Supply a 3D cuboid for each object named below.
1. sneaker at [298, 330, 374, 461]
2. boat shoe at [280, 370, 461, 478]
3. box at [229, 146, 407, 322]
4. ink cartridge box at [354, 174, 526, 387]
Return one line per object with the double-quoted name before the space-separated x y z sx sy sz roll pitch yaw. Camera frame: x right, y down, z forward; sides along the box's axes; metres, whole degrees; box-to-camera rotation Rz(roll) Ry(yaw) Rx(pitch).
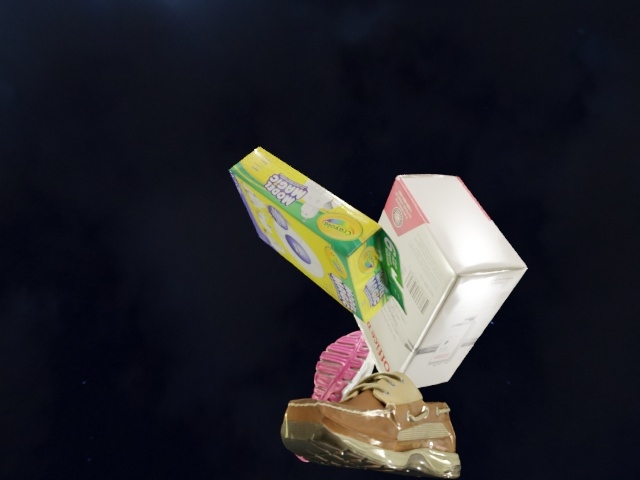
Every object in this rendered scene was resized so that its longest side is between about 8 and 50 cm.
"sneaker" 0.044 0.290 0.952 0.111 0.103 0.252 37 -104 -38
"boat shoe" 0.074 0.230 0.656 0.122 0.324 0.120 -12 -120 35
"box" 0.000 0.000 0.453 0.043 0.105 0.179 -43 -126 -19
"ink cartridge box" 0.160 0.070 0.806 0.117 0.207 0.283 -4 -44 -21
